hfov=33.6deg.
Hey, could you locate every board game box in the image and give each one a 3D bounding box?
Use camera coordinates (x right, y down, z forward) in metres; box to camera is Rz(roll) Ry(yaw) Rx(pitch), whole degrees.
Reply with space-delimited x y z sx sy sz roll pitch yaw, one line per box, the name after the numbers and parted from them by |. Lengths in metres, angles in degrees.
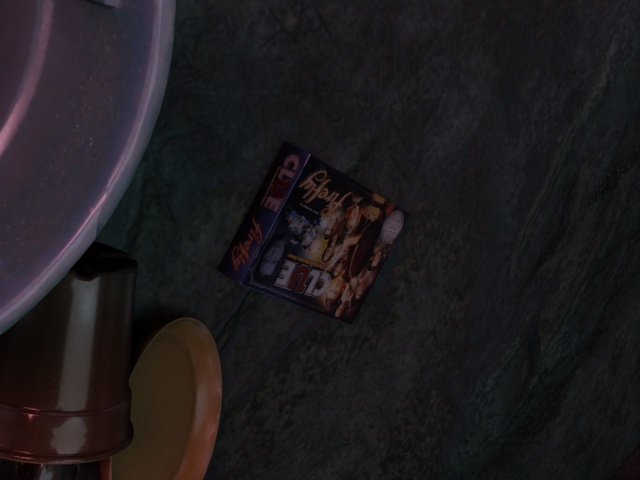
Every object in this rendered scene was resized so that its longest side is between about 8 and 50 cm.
0.000 0.000 1.261 0.243 0.042 0.165 25 93 -55 | board game box

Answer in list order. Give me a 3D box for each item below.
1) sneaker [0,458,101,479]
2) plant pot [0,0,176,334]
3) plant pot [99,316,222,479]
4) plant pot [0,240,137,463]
-0.285 0.305 1.076 0.130 0.087 0.227 23 89 -48 | sneaker
-0.311 -0.135 0.533 0.341 0.334 0.341 -30 133 -37 | plant pot
-0.171 0.196 1.129 0.236 0.032 0.236 8 90 -69 | plant pot
-0.236 0.088 0.940 0.167 0.167 0.165 -1 106 -51 | plant pot
